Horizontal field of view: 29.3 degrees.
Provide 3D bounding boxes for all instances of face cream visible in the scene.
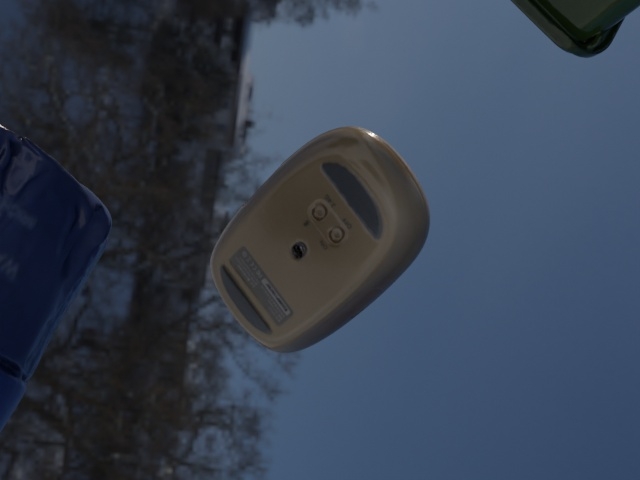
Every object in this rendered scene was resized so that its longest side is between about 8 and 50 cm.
[{"bbox_3d":[-0.301,0.016,0.870,0.225,0.249,0.249,-63,-169,-15],"label":"face cream"}]

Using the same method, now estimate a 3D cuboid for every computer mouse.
[{"bbox_3d":[0.000,0.000,1.082,0.145,0.082,0.236,51,-54,9],"label":"computer mouse"}]

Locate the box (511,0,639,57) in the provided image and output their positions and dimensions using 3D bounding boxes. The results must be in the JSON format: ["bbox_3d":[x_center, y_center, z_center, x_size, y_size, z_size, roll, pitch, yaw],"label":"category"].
[{"bbox_3d":[0.277,-0.368,1.174,0.178,0.253,0.329,-26,-153,54],"label":"box"}]
